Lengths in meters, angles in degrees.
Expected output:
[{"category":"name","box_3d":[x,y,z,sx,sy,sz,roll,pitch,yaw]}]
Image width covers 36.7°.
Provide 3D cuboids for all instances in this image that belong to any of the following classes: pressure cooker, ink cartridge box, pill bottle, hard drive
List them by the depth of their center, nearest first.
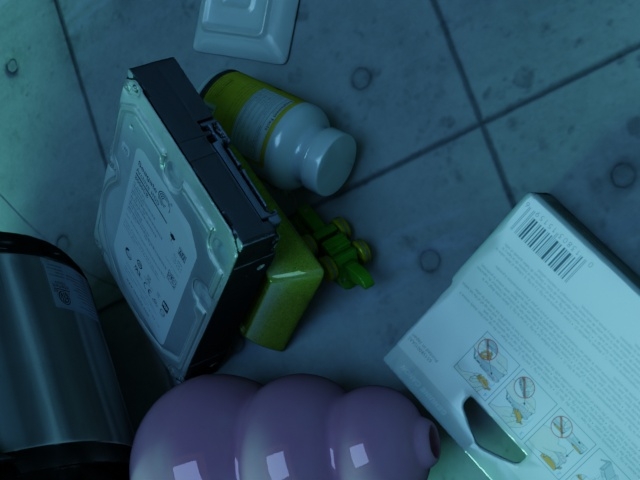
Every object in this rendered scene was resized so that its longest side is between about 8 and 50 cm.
[{"category":"ink cartridge box","box_3d":[0.233,0.129,0.948,0.275,0.060,0.239,47,112,22]},{"category":"hard drive","box_3d":[-0.163,-0.005,1.081,0.237,0.064,0.339,56,147,18]},{"category":"pill bottle","box_3d":[-0.054,-0.119,1.094,0.184,0.103,0.103,28,103,27]},{"category":"pressure cooker","box_3d":[-0.399,0.244,1.110,0.375,0.370,0.420,-49,57,44]}]

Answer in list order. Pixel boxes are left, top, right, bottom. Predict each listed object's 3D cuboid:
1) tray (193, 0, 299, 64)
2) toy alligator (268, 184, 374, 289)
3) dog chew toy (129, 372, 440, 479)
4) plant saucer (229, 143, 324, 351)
[{"category":"tray","box_3d":[-0.081,-0.355,1.156,0.145,0.030,0.270,14,96,31]},{"category":"toy alligator","box_3d":[0.000,0.000,1.095,0.190,0.056,0.051,48,153,31]},{"category":"dog chew toy","box_3d":[-0.035,0.233,1.032,0.332,0.206,0.207,-13,83,22]},{"category":"plant saucer","box_3d":[-0.089,0.020,1.090,0.188,0.045,0.188,54,147,19]}]
